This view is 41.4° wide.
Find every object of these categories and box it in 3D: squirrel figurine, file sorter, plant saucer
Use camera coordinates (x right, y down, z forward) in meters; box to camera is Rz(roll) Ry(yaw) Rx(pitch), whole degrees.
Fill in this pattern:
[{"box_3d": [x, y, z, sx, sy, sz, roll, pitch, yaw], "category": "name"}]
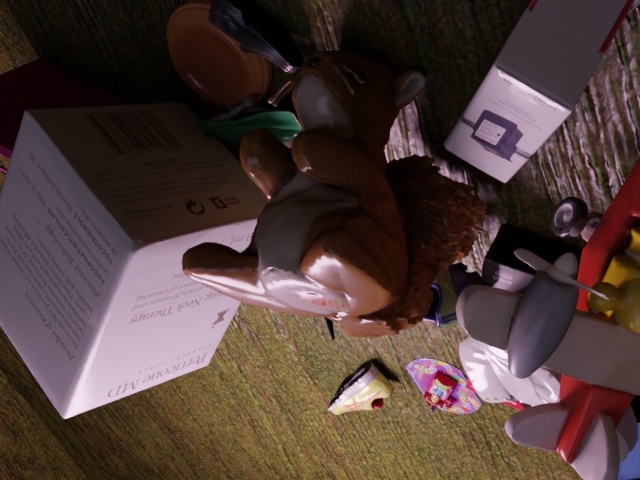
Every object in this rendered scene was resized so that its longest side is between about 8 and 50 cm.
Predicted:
[{"box_3d": [0.054, -0.070, 1.235, 0.281, 0.371, 0.397, -13, 147, 44], "category": "squirrel figurine"}, {"box_3d": [-0.537, -0.177, 1.558, 0.202, 0.291, 0.182, 28, 125, 10], "category": "file sorter"}, {"box_3d": [-0.173, -0.297, 1.386, 0.199, 0.037, 0.200, 21, 141, 18], "category": "plant saucer"}]

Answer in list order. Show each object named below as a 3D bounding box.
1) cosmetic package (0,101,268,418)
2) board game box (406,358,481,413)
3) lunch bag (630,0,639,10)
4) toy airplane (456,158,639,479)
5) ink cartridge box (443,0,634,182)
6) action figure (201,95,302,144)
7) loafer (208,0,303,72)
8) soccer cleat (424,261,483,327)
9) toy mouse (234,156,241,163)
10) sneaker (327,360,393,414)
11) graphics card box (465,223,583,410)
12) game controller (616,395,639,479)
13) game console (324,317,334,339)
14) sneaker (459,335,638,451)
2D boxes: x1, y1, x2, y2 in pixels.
[{"box_3d": [-0.333, 0.018, 1.448, 0.327, 0.329, 0.394, 46, 126, 24], "category": "cosmetic package"}, {"box_3d": [0.247, 0.311, 1.732, 0.133, 0.033, 0.169, -7, 127, 43], "category": "board game box"}, {"box_3d": [0.338, -0.311, 0.938, 0.083, 0.071, 0.053, 40, 147, -11], "category": "lunch bag"}, {"box_3d": [0.397, 0.132, 1.073, 0.385, 0.386, 0.272, 62, 162, -11], "category": "toy airplane"}, {"box_3d": [0.249, -0.193, 0.996, 0.100, 0.172, 0.237, 31, 165, 3], "category": "ink cartridge box"}, {"box_3d": [-0.105, -0.194, 1.401, 0.232, 0.064, 0.137, 0, 166, 30], "category": "action figure"}, {"box_3d": [-0.098, -0.310, 1.286, 0.170, 0.062, 0.061, 45, 130, 4], "category": "loafer"}, {"box_3d": [0.147, 0.063, 1.404, 0.289, 0.121, 0.094, 28, 139, 54], "category": "soccer cleat"}, {"box_3d": [-0.177, -0.127, 1.581, 0.143, 0.031, 0.161, 41, 144, -7], "category": "toy mouse"}, {"box_3d": [0.088, 0.346, 1.857, 0.094, 0.081, 0.208, 36, 143, -4], "category": "sneaker"}, {"box_3d": [0.376, 0.159, 1.411, 0.232, 0.094, 0.371, 20, 140, 20], "category": "graphics card box"}, {"box_3d": [0.559, 0.352, 1.464, 0.166, 0.067, 0.319, -15, 131, 0], "category": "game controller"}, {"box_3d": [-0.017, 0.130, 1.707, 0.107, 0.071, 0.122, 9, 136, 30], "category": "game console"}, {"box_3d": [0.356, 0.237, 1.357, 0.292, 0.108, 0.169, 46, 145, 2], "category": "sneaker"}]
